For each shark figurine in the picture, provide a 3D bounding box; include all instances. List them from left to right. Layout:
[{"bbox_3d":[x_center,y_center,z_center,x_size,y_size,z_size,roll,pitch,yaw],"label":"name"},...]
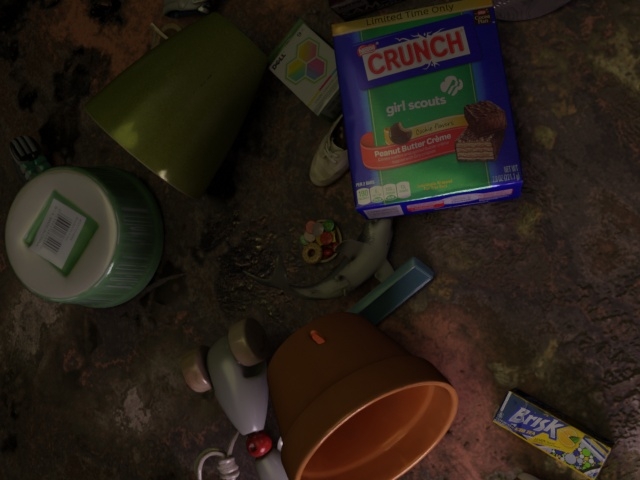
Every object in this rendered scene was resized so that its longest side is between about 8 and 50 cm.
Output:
[{"bbox_3d":[0.020,0.054,1.317,0.116,0.278,0.166,7,121,64],"label":"shark figurine"}]

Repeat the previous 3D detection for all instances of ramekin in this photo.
[{"bbox_3d":[-0.488,-0.010,1.541,0.303,0.148,0.303,-1,88,17],"label":"ramekin"}]

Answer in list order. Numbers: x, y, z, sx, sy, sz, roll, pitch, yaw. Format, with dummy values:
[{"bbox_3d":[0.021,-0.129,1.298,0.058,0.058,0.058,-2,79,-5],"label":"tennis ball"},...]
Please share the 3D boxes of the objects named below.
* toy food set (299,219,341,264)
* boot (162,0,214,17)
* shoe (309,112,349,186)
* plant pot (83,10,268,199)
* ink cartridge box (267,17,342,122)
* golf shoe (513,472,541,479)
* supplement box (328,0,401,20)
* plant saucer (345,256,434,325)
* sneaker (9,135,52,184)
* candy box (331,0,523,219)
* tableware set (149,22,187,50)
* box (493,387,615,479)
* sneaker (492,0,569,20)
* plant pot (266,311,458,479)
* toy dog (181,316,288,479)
[{"bbox_3d":[0.000,0.000,1.393,0.083,0.020,0.082,-15,77,25],"label":"toy food set"},{"bbox_3d":[-0.220,-0.522,1.538,0.258,0.095,0.123,-1,90,35],"label":"boot"},{"bbox_3d":[0.043,-0.194,1.372,0.076,0.058,0.219,41,102,25],"label":"shoe"},{"bbox_3d":[-0.242,-0.275,1.433,0.275,0.275,0.293,43,93,25],"label":"plant pot"},{"bbox_3d":[-0.022,-0.330,1.420,0.109,0.062,0.209,-49,65,15],"label":"ink cartridge box"},{"bbox_3d":[0.381,0.401,1.134,0.186,0.067,0.086,30,71,27],"label":"golf shoe"},{"bbox_3d":[0.072,-0.544,1.392,0.130,0.073,0.239,-12,78,26],"label":"supplement box"},{"bbox_3d":[0.109,0.104,1.298,0.192,0.067,0.018,-42,43,16],"label":"plant saucer"},{"bbox_3d":[-0.631,-0.127,1.716,0.223,0.083,0.098,61,150,6],"label":"sneaker"},{"bbox_3d":[0.174,-0.214,1.240,0.268,0.122,0.317,-9,79,9],"label":"candy box"},{"bbox_3d":[-0.323,-0.368,1.591,0.128,0.039,0.194,2,85,27],"label":"tableware set"},{"bbox_3d":[0.356,0.293,1.157,0.169,0.054,0.059,28,97,26],"label":"box"},{"bbox_3d":[0.373,-0.447,1.236,0.222,0.083,0.118,-14,59,32],"label":"sneaker"},{"bbox_3d":[0.045,0.253,1.213,0.291,0.291,0.203,-48,50,14],"label":"plant pot"},{"bbox_3d":[-0.116,0.294,1.370,0.220,0.161,0.333,-3,97,24],"label":"toy dog"}]
